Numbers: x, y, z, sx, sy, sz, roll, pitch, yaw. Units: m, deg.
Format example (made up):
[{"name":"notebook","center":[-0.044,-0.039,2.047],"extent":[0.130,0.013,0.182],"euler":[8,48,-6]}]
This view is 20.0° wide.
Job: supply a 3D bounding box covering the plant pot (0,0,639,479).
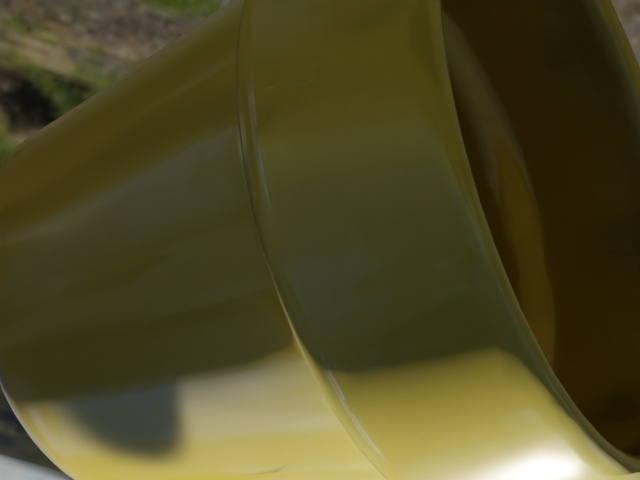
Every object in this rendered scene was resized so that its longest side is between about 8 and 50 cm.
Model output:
[{"name":"plant pot","center":[0.000,0.000,0.741],"extent":[0.239,0.254,0.254],"euler":[-16,160,26]}]
